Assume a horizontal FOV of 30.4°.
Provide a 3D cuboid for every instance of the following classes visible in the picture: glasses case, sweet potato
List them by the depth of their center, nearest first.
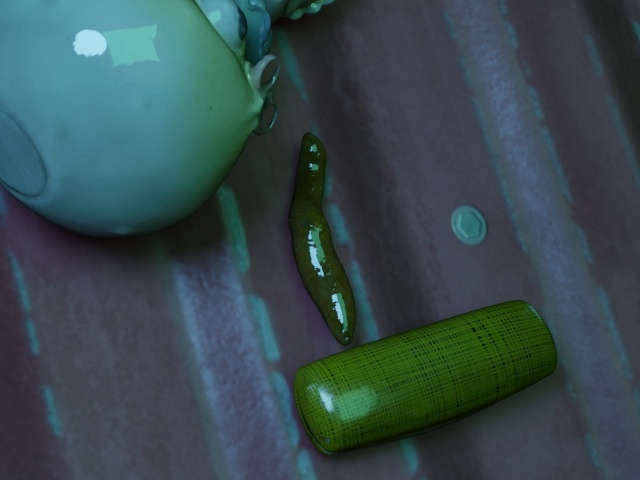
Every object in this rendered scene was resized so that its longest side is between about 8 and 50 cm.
[{"bbox_3d":[0.088,0.105,0.920,0.234,0.064,0.079,-14,72,-29],"label":"glasses case"},{"bbox_3d":[-0.003,0.000,0.924,0.044,0.044,0.179,-1,66,-27],"label":"sweet potato"}]

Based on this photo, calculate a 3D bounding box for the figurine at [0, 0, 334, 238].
[{"bbox_3d":[-0.115,-0.183,0.872,0.274,0.227,0.394,29,51,17],"label":"figurine"}]
